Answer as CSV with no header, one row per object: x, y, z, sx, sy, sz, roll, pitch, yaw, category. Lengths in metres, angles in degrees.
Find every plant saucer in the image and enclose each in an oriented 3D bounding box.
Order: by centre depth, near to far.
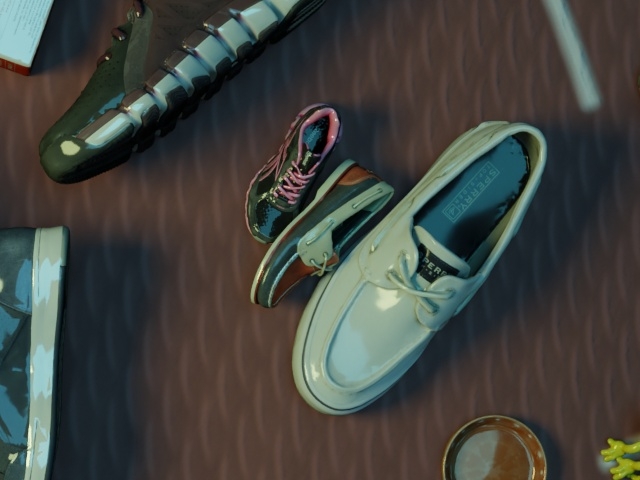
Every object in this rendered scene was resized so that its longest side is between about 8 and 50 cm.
0.133,0.176,1.320,0.083,0.013,0.084,1,85,-10,plant saucer

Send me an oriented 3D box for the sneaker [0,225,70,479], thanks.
-0.263,0.100,1.213,0.163,0.086,0.226,2,88,-8,sneaker

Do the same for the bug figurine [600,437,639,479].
0.267,0.252,1.310,0.279,0.072,0.216,-37,93,-11,bug figurine

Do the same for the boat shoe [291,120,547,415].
0.080,0.019,1.283,0.096,0.088,0.267,44,79,-5,boat shoe

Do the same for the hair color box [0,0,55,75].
-0.277,-0.192,1.248,0.167,0.053,0.093,20,83,-10,hair color box

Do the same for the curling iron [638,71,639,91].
0.366,-0.181,1.381,0.274,0.035,0.068,-38,98,-11,curling iron

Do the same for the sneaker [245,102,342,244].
-0.018,-0.053,1.286,0.047,0.057,0.119,28,82,-10,sneaker

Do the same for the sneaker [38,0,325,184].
-0.130,-0.174,1.260,0.281,0.106,0.162,-40,89,-22,sneaker

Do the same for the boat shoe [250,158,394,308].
0.000,0.000,1.286,0.043,0.049,0.137,34,74,16,boat shoe
